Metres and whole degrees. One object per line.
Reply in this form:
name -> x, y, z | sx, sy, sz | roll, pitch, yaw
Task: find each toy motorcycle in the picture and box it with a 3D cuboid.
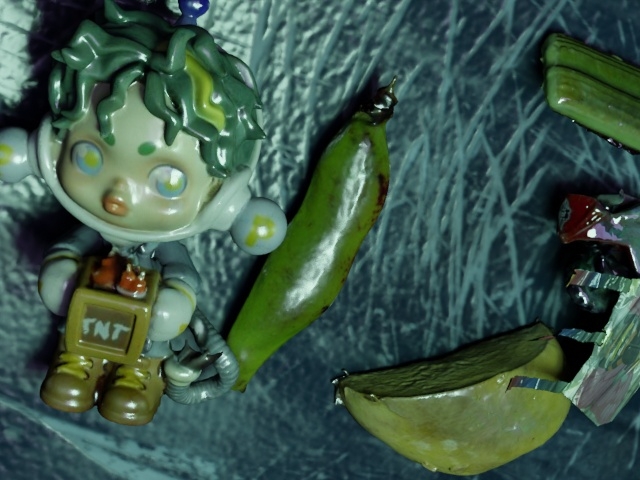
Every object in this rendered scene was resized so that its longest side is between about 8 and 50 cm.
toy motorcycle -> 0.313, -0.025, 1.558 | 0.213, 0.082, 0.122 | -35, 105, -20

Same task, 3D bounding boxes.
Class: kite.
kite -> 0.278, 0.093, 1.512 | 0.204, 0.022, 0.360 | -57, 151, 10

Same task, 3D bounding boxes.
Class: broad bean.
broad bean -> 0.000, 0.000, 1.472 | 0.077, 0.061, 0.339 | 25, 97, -16

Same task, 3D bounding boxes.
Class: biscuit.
biscuit -> 0.352, -0.112, 1.537 | 0.322, 0.099, 0.038 | 21, 144, -21

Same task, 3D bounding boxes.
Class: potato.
potato -> 0.145, 0.178, 1.560 | 0.243, 0.098, 0.138 | -14, 113, -12

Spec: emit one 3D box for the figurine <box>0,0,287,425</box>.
figurine -> -0.165, -0.023, 1.350 | 0.261, 0.186, 0.382 | 11, 110, -10
